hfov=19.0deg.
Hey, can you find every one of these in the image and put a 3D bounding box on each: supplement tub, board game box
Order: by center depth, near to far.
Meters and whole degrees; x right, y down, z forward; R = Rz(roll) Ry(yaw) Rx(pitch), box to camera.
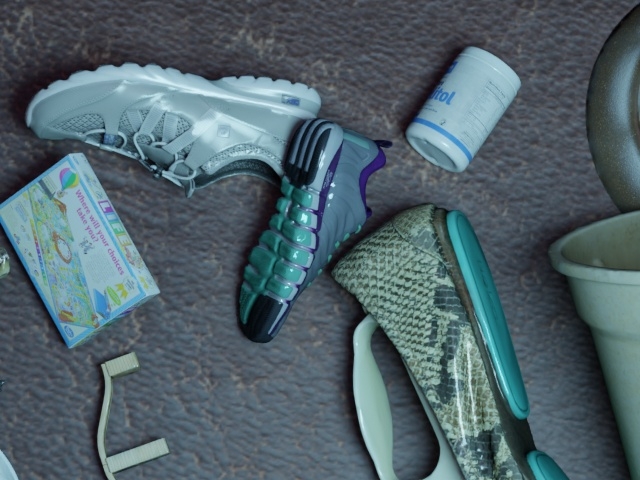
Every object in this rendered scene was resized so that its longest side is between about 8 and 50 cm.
[{"bbox_3d":[-0.230,0.010,1.796,0.103,0.026,0.154,-33,81,24],"label":"board game box"},{"bbox_3d":[0.138,-0.126,1.848,0.071,0.071,0.107,33,78,4],"label":"supplement tub"}]

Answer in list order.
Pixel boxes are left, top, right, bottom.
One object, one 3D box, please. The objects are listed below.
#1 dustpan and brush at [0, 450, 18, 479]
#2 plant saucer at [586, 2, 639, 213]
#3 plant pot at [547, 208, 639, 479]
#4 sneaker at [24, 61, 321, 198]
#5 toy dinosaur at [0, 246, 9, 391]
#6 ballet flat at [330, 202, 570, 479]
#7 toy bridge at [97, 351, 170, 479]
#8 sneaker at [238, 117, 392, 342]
[{"bbox_3d":[-0.362,0.189,1.711,0.147,0.211,0.060,-18,50,-7],"label":"dustpan and brush"},{"bbox_3d":[0.419,-0.123,1.876,0.311,0.050,0.310,0,79,-3],"label":"plant saucer"},{"bbox_3d":[0.384,0.135,1.689,0.334,0.334,0.305,-9,100,-5],"label":"plant pot"},{"bbox_3d":[-0.140,-0.099,1.809,0.281,0.105,0.115,2,78,-3],"label":"sneaker"},{"bbox_3d":[-0.373,0.121,1.776,0.268,0.064,0.118,-39,83,-3],"label":"toy dinosaur"},{"bbox_3d":[0.146,0.203,1.756,0.182,0.164,0.482,-30,75,13],"label":"ballet flat"},{"bbox_3d":[-0.172,0.203,1.785,0.063,0.026,0.188,-19,80,-4],"label":"toy bridge"},{"bbox_3d":[0.000,0.000,1.799,0.098,0.083,0.223,13,105,-32],"label":"sneaker"}]
